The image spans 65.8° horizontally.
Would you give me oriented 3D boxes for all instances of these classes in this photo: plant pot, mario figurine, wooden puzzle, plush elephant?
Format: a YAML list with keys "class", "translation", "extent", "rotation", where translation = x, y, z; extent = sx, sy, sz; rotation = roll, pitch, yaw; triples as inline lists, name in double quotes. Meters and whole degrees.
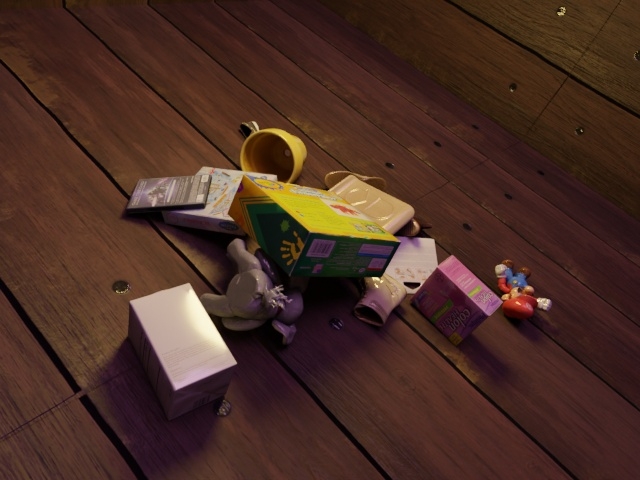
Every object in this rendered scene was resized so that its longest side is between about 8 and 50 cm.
- class: "plant pot"
  translation: [-0.176, -0.352, 2.091]
  extent: [0.254, 0.253, 0.239]
  rotation: [31, 26, 7]
- class: "mario figurine"
  translation: [0.832, 0.190, 2.035]
  extent: [0.198, 0.170, 0.320]
  rotation: [-6, 30, 17]
- class: "wooden puzzle"
  translation: [0.148, -0.094, 1.992]
  extent: [0.322, 0.080, 0.348]
  rotation: [-38, 55, -25]
- class: "plush elephant"
  translation: [-0.166, 0.178, 1.548]
  extent: [0.330, 0.255, 0.271]
  rotation: [14, 75, 38]

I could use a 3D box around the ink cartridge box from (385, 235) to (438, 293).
- class: "ink cartridge box"
  translation: [0.346, 0.104, 1.988]
  extent: [0.275, 0.060, 0.238]
  rotation: [4, 70, -22]

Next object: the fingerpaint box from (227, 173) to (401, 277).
- class: "fingerpaint box"
  translation: [-0.019, -0.038, 1.642]
  extent: [0.445, 0.163, 0.371]
  rotation: [5, 28, -47]

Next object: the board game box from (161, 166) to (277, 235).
- class: "board game box"
  translation: [-0.362, -0.154, 1.830]
  extent: [0.318, 0.065, 0.318]
  rotation: [9, 40, 16]

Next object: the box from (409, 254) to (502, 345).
- class: "box"
  translation: [0.488, 0.220, 1.806]
  extent: [0.243, 0.213, 0.117]
  rotation: [46, 46, 17]

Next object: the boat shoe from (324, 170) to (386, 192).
- class: "boat shoe"
  translation: [0.148, -0.255, 2.245]
  extent: [0.303, 0.109, 0.098]
  rotation: [1, 7, -24]

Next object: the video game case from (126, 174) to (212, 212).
- class: "video game case"
  translation: [-0.542, -0.172, 1.794]
  extent: [0.275, 0.026, 0.196]
  rotation: [-5, 39, 0]

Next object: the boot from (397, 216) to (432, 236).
- class: "boot"
  translation: [0.400, -0.072, 2.107]
  extent: [0.207, 0.090, 0.248]
  rotation: [1, 12, -29]

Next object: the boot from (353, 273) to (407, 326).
- class: "boot"
  translation: [0.163, 0.181, 1.797]
  extent: [0.262, 0.095, 0.203]
  rotation: [36, 45, 12]

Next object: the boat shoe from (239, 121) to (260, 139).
- class: "boat shoe"
  translation: [-0.302, -0.468, 2.261]
  extent: [0.069, 0.081, 0.227]
  rotation: [-9, 44, -29]

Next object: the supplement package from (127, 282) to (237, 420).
- class: "supplement package"
  translation: [-0.386, 0.296, 1.352]
  extent: [0.178, 0.175, 0.293]
  rotation: [-17, 56, -35]
